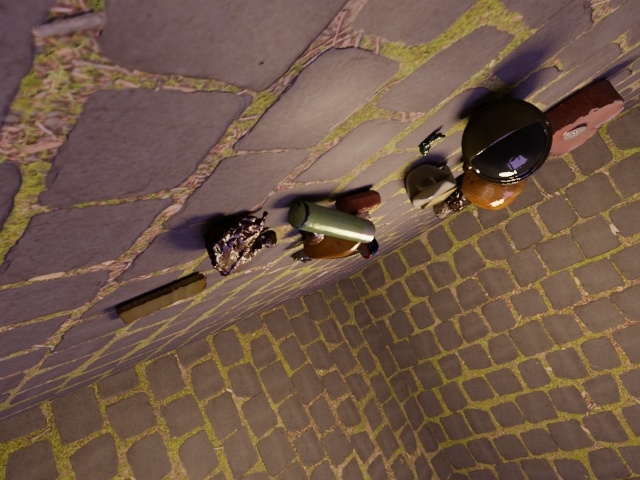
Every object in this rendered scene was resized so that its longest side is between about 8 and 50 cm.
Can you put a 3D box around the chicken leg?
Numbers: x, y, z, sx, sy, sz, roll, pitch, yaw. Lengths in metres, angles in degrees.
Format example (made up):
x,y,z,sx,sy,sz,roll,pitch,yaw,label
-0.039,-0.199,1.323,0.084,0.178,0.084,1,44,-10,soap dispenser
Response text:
x,y,z,sx,sy,sz,roll,pitch,yaw,label
-0.189,0.003,1.033,0.177,0.083,0.322,-41,169,-9,chicken leg

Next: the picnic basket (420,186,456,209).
x,y,z,sx,sy,sz,roll,pitch,yaw,label
0.446,-0.194,1.690,0.115,0.080,0.164,-24,169,-13,picnic basket

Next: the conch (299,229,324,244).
x,y,z,sx,sy,sz,roll,pitch,yaw,label
-0.016,-0.045,1.256,0.086,0.080,0.233,-18,-162,17,conch

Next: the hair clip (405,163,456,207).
x,y,z,sx,sy,sz,roll,pitch,yaw,label
0.362,-0.182,1.436,0.172,0.113,0.282,-31,170,19,hair clip

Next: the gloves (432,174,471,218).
x,y,z,sx,sy,sz,roll,pitch,yaw,label
0.665,-0.219,1.990,0.210,0.135,0.312,-16,163,-24,gloves

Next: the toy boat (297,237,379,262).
x,y,z,sx,sy,sz,roll,pitch,yaw,label
0.085,0.030,1.604,0.219,0.072,0.318,22,-147,38,toy boat

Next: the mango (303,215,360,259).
x,y,z,sx,sy,sz,roll,pitch,yaw,label
0.042,-0.005,1.390,0.217,0.141,0.102,-28,165,12,mango

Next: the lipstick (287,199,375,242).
x,y,z,sx,sy,sz,roll,pitch,yaw,label
0.038,-0.047,1.158,0.076,0.076,0.304,-34,153,32,lipstick

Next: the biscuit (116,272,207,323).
x,y,z,sx,sy,sz,roll,pitch,yaw,label
-0.455,0.166,1.255,0.254,0.029,0.172,-23,168,-24,biscuit

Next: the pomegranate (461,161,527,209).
x,y,z,sx,sy,sz,roll,pitch,yaw,label
0.630,-0.233,1.581,0.248,0.248,0.248,-27,170,-5,pomegranate

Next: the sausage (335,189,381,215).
x,y,z,sx,sy,sz,roll,pitch,yaw,label
0.123,-0.114,1.282,0.169,0.065,0.065,-20,167,-39,sausage

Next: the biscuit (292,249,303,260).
x,y,z,sx,sy,sz,roll,pitch,yaw,label
-0.073,0.056,1.724,0.084,0.023,0.084,-28,171,-5,biscuit

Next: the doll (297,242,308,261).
x,y,z,sx,sy,sz,roll,pitch,yaw,label
0.000,0.000,1.508,0.227,0.075,0.102,-42,145,15,doll

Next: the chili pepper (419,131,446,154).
x,y,z,sx,sy,sz,roll,pitch,yaw,label
0.289,-0.257,1.131,0.091,0.034,0.030,-44,-166,55,chili pepper

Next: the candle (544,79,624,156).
x,y,z,sx,sy,sz,roll,pitch,yaw,label
0.915,-0.440,1.599,0.287,0.131,0.317,-19,158,-12,candle

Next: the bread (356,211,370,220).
x,y,z,sx,sy,sz,roll,pitch,yaw,label
0.129,-0.048,1.572,0.106,0.082,0.125,-32,174,-18,bread

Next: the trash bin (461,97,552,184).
x,y,z,sx,sy,sz,roll,pitch,yaw,label
0.491,-0.255,1.142,0.214,0.214,0.334,-32,173,24,trash bin
